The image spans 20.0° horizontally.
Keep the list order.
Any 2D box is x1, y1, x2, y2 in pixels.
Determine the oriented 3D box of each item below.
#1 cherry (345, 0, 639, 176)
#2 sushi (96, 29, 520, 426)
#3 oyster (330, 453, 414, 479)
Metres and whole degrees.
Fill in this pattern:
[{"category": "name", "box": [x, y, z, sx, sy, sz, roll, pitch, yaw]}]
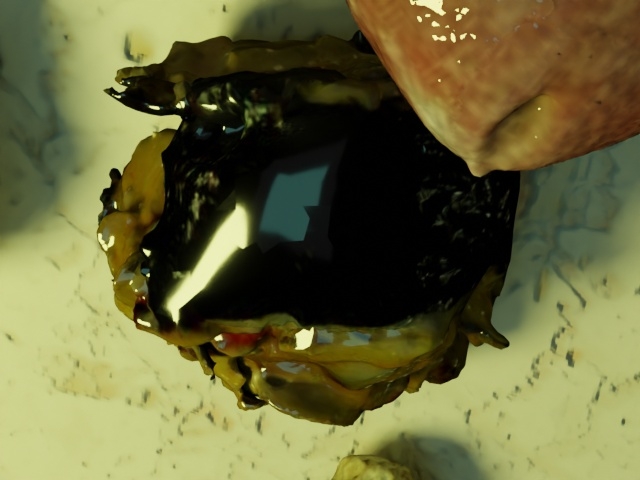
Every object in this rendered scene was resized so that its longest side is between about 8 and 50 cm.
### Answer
[{"category": "cherry", "box": [0.122, -0.172, 0.768, 0.261, 0.221, 0.307, 19, 102, -13]}, {"category": "sushi", "box": [-0.005, -0.001, 0.930, 0.200, 0.213, 0.204, 12, 106, 36]}, {"category": "oyster", "box": [0.050, 0.270, 1.100, 0.166, 0.094, 0.294, -29, 111, 18]}]
